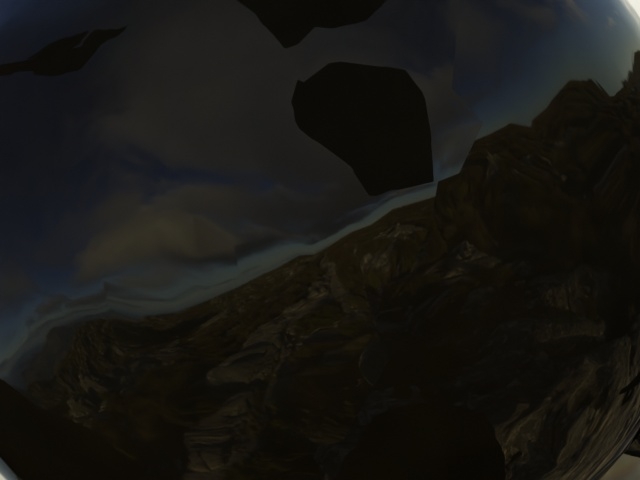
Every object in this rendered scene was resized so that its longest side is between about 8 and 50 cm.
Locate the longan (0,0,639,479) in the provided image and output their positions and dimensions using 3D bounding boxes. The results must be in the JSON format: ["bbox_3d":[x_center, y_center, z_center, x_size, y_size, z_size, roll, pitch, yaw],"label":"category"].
[{"bbox_3d":[0.000,0.000,0.498,0.300,0.300,0.243,144,145,-75],"label":"longan"}]
